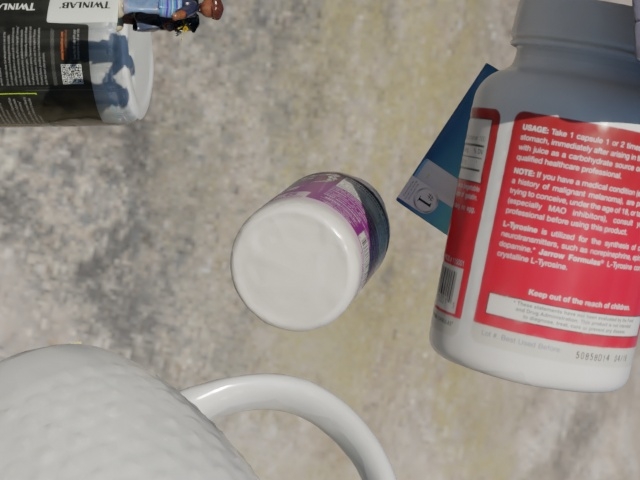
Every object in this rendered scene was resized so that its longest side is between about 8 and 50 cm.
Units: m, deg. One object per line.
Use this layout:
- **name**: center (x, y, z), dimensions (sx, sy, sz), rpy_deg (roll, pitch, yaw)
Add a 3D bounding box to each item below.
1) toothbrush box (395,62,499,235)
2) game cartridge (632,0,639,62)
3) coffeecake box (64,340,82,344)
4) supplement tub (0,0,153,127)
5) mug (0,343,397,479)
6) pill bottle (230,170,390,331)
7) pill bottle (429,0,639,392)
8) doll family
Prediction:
- **toothbrush box**: center (0.284, -0.054, 1.571), dimensions (0.216, 0.295, 0.126), rpy_deg (-56, 162, 7)
- **game cartridge**: center (0.392, -0.241, 1.192), dimensions (0.355, 0.068, 0.230), rpy_deg (10, 81, -51)
- **coffeecake box**: center (-0.469, 0.282, 2.167), dimensions (0.068, 0.185, 0.142), rpy_deg (-9, 70, -42)
- **supplement tub**: center (-0.423, -0.266, 1.758), dimensions (0.207, 0.338, 0.207), rpy_deg (0, 90, -86)
- **mug**: center (-0.114, 0.233, 0.905), dimensions (0.374, 0.328, 0.276), rpy_deg (-22, 147, -20)
- **pill bottle**: center (0.000, 0.000, 1.624), dimensions (0.301, 0.169, 0.169), rpy_deg (-44, 140, -71)
- **pill bottle**: center (0.266, -0.053, 1.354), dimensions (0.229, 0.229, 0.408), rpy_deg (-3, 105, -69)
- **doll family**: center (-0.167, -0.266, 1.354), dimensions (0.193, 0.111, 0.076), rpy_deg (-98, -163, -54)
